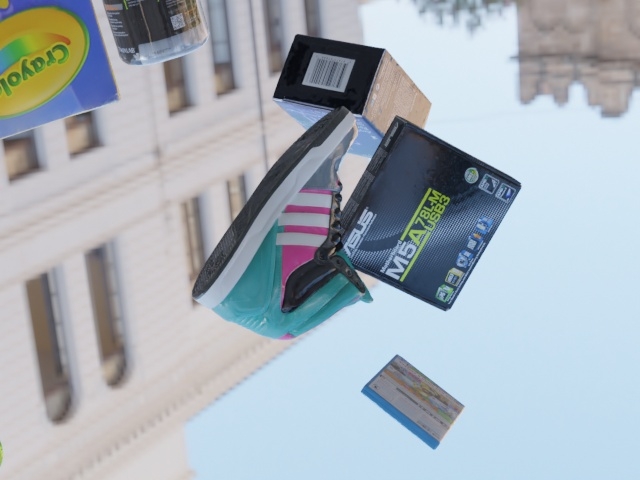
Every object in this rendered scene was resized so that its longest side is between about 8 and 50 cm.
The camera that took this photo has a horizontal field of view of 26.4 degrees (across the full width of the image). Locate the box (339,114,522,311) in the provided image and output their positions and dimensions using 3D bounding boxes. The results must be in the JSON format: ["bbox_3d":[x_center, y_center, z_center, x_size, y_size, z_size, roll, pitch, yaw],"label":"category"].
[{"bbox_3d":[0.125,-0.030,1.672,0.184,0.190,0.045,26,-171,-27],"label":"box"}]

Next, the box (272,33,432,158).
[{"bbox_3d":[0.050,-0.202,1.980,0.153,0.108,0.207,14,168,29],"label":"box"}]

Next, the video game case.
[{"bbox_3d":[0.123,0.208,1.775,0.119,0.015,0.166,37,-162,8],"label":"video game case"}]

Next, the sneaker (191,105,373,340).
[{"bbox_3d":[0.000,0.000,1.604,0.295,0.178,0.124,-55,-164,-17],"label":"sneaker"}]

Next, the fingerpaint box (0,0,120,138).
[{"bbox_3d":[-0.409,-0.202,0.923,0.445,0.371,0.163,-24,-165,-31],"label":"fingerpaint box"}]

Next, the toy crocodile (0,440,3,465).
[{"bbox_3d":[-0.381,0.296,1.435,0.105,0.340,0.115,-19,-174,-32],"label":"toy crocodile"}]

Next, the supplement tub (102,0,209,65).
[{"bbox_3d":[-0.213,-0.318,1.651,0.117,0.190,0.117,-12,-158,5],"label":"supplement tub"}]
